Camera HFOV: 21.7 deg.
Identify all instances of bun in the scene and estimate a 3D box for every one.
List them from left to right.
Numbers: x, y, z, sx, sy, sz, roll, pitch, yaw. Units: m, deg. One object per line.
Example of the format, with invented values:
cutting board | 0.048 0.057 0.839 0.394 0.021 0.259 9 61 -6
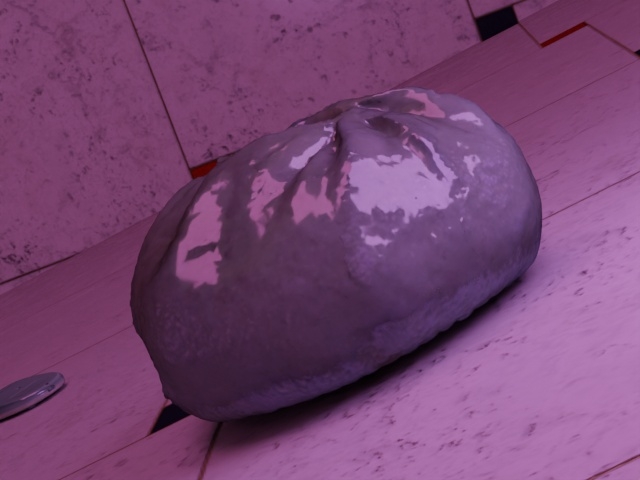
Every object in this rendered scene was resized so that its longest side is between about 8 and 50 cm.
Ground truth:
bun | -0.004 0.003 1.327 0.354 0.194 0.354 -27 6 3

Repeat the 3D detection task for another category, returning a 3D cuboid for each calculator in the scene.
calculator | -0.358 0.185 1.954 0.153 0.021 0.095 -15 14 44
